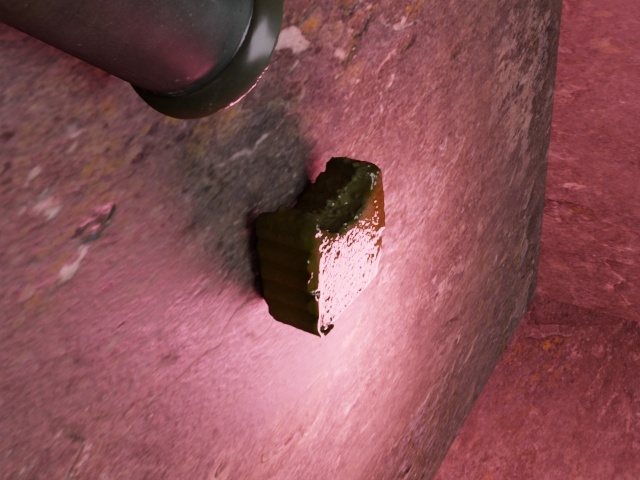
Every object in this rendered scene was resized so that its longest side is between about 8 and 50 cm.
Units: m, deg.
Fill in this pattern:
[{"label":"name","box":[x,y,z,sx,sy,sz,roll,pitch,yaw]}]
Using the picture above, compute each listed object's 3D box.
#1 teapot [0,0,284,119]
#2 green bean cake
[{"label":"teapot","box":[-0.187,-0.272,0.679,0.337,0.200,0.271,16,101,-61]},{"label":"green bean cake","box":[0.000,0.000,1.251,0.236,0.124,0.233,-41,139,-46]}]
